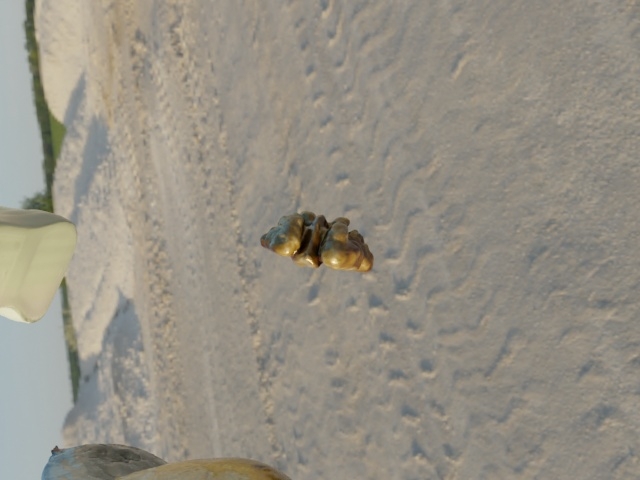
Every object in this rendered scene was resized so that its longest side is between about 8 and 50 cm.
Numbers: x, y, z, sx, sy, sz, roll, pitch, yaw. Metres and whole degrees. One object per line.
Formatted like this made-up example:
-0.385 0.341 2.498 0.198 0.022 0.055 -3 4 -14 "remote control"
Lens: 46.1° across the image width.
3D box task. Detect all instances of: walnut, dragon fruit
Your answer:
0.000 0.000 0.952 0.170 0.142 0.069 -13 -66 -85 "walnut"
-0.209 0.345 0.864 0.283 0.221 0.204 113 162 -63 "dragon fruit"

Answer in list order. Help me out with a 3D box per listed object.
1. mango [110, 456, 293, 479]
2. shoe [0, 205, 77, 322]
-0.137 0.269 0.641 0.177 0.294 0.120 -67 -38 -70 "mango"
-0.272 0.005 0.579 0.265 0.110 0.095 139 151 -83 "shoe"
